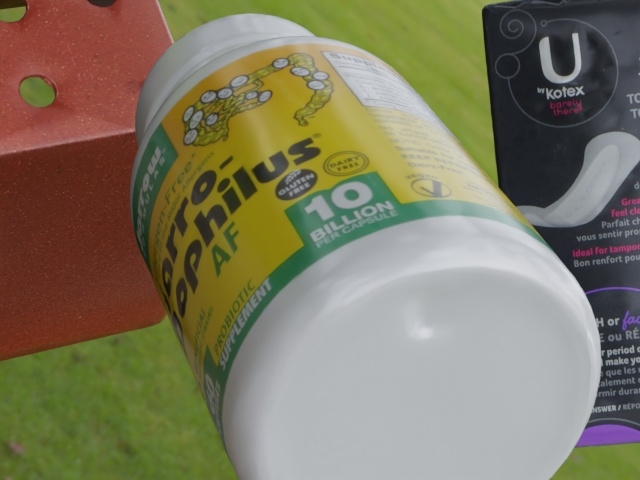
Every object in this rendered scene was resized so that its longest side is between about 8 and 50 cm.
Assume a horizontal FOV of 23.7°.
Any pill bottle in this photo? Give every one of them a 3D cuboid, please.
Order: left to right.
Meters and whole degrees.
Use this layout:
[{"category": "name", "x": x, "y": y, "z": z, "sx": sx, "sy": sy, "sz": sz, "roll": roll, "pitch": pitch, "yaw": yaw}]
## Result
[{"category": "pill bottle", "x": 0.000, "y": 0.000, "z": 0.525, "sx": 0.118, "sy": 0.117, "sz": 0.208, "roll": 29, "pitch": 17, "yaw": -32}]

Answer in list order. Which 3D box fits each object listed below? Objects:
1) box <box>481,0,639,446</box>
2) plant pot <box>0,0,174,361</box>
[{"category": "box", "x": 0.199, "y": -0.012, "z": 0.944, "sx": 0.143, "sy": 0.165, "sz": 0.270, "roll": 20, "pitch": 65, "yaw": -76}, {"category": "plant pot", "x": -0.216, "y": -0.084, "z": 0.938, "sx": 0.267, "sy": 0.236, "sz": 0.267, "roll": -12, "pitch": 72, "yaw": -30}]
